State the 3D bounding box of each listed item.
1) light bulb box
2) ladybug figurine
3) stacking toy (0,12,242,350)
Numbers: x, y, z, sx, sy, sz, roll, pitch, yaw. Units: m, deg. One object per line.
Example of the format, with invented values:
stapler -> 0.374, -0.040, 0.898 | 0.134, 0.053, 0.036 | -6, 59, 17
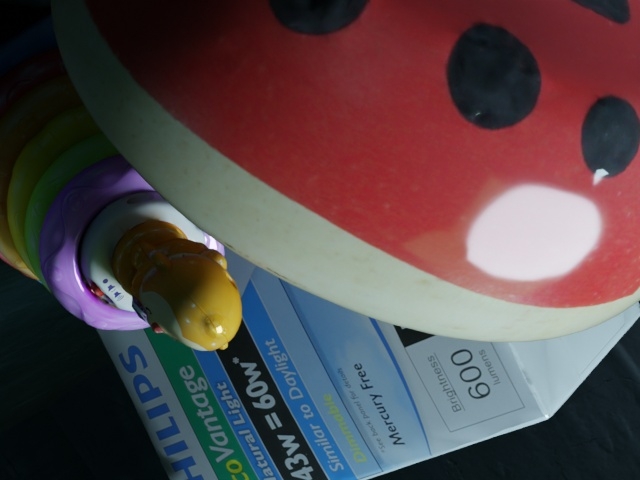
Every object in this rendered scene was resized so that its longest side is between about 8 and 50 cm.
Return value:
light bulb box -> 0.000, 0.000, 1.050 | 0.361, 0.357, 0.225 | -27, -179, 36
ladybug figurine -> 0.070, -0.105, 0.710 | 0.450, 0.305, 0.162 | 10, 149, -32
stacking toy -> -0.111, -0.011, 0.740 | 0.166, 0.175, 0.302 | -36, -148, -6
